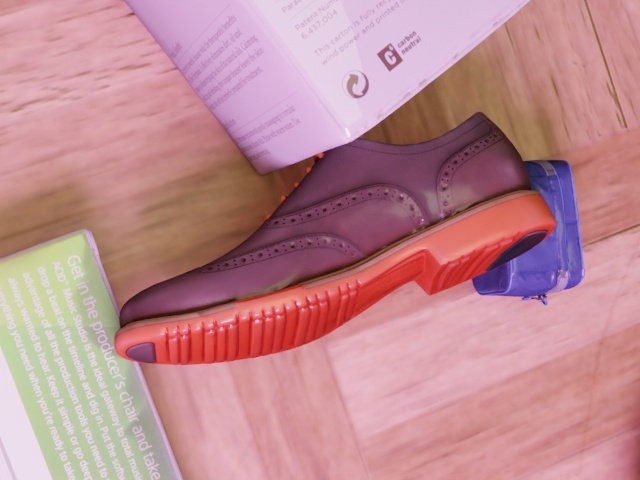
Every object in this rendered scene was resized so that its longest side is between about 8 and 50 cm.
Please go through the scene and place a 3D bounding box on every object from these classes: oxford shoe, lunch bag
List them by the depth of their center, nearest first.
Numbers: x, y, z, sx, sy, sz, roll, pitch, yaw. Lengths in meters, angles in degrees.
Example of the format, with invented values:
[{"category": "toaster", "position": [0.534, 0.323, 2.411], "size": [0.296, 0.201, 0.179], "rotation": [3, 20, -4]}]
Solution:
[{"category": "oxford shoe", "position": [0.000, 0.000, 0.699], "size": [0.271, 0.097, 0.098], "rotation": [-18, 74, -15]}, {"category": "lunch bag", "position": [0.139, -0.005, 0.780], "size": [0.065, 0.067, 0.098], "rotation": [-7, 89, -17]}]

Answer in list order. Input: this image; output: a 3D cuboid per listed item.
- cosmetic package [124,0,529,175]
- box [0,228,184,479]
[{"category": "cosmetic package", "position": [-0.069, -0.228, 0.663], "size": [0.155, 0.197, 0.365], "rotation": [-39, 100, -14]}, {"category": "box", "position": [-0.244, 0.155, 0.666], "size": [0.322, 0.058, 0.232], "rotation": [-21, 94, -15]}]
